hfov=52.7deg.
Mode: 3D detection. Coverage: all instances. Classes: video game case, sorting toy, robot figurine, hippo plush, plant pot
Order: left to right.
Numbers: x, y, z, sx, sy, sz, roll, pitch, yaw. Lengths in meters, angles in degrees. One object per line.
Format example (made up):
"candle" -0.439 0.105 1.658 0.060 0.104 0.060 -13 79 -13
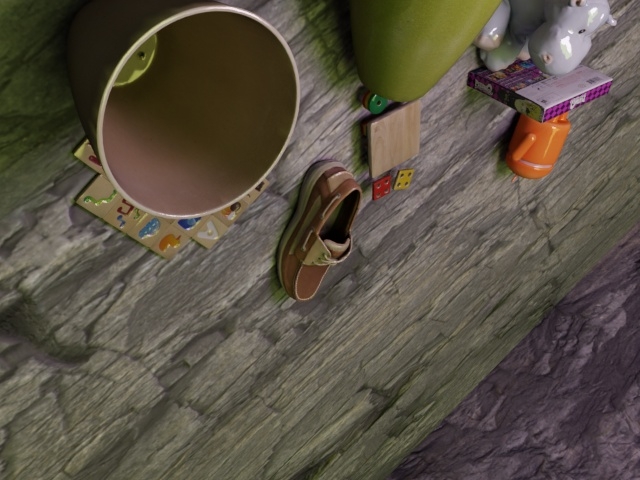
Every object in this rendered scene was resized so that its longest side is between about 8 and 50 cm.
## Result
"plant pot" -0.208 -0.203 0.814 0.256 0.274 0.257 -26 136 -28
"sorting toy" 0.142 -0.210 1.333 0.132 0.046 0.275 -30 138 -23
"plant pot" 0.158 -0.384 1.060 0.274 0.275 0.294 -26 153 -26
"robot figurine" 0.543 -0.248 1.626 0.158 0.128 0.220 -74 177 -59
"video game case" 0.478 -0.346 1.412 0.232 0.210 0.042 -26 137 -28
"hippo plush" 0.471 -0.451 1.293 0.234 0.236 0.294 2 120 -45

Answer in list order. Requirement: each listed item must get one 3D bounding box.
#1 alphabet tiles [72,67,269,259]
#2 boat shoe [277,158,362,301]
"alphabet tiles" -0.230 -0.118 1.080 0.285 0.011 0.342 -49 142 -1
"boat shoe" 0.000 0.000 1.315 0.123 0.116 0.325 -12 129 -38
